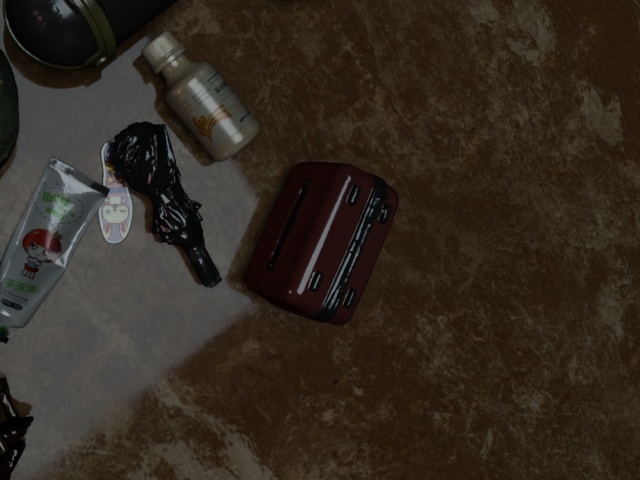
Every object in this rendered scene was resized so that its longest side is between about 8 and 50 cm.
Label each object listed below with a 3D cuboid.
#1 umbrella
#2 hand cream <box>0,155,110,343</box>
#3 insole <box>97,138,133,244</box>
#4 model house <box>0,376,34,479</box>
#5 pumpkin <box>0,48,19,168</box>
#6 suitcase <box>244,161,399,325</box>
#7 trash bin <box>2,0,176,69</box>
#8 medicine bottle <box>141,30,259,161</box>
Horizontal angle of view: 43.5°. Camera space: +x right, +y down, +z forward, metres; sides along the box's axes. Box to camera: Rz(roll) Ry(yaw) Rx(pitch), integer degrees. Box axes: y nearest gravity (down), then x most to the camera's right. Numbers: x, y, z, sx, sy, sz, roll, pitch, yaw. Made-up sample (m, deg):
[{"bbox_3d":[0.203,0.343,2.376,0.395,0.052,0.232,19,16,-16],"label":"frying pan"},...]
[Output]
[{"bbox_3d":[-0.276,-0.062,1.502,0.118,0.118,0.340,-32,108,-18],"label":"umbrella"},{"bbox_3d":[-0.504,0.021,1.434,0.121,0.076,0.336,29,74,-18],"label":"hand cream"},{"bbox_3d":[-0.383,-0.091,1.504,0.065,0.004,0.197,1,91,-21],"label":"insole"},{"bbox_3d":[-0.616,0.406,1.279,0.297,0.317,0.283,-14,92,-8],"label":"model house"},{"bbox_3d":[-0.646,-0.218,1.249,0.327,0.291,0.258,2,71,-33],"label":"pumpkin"},{"bbox_3d":[0.000,0.000,1.537,0.161,0.236,0.297,27,81,-31],"label":"suitcase"},{"bbox_3d":[-0.387,-0.430,1.388,0.334,0.214,0.214,-39,104,-21],"label":"trash bin"},{"bbox_3d":[-0.230,-0.273,1.503,0.114,0.114,0.252,-43,104,-15],"label":"medicine bottle"}]
